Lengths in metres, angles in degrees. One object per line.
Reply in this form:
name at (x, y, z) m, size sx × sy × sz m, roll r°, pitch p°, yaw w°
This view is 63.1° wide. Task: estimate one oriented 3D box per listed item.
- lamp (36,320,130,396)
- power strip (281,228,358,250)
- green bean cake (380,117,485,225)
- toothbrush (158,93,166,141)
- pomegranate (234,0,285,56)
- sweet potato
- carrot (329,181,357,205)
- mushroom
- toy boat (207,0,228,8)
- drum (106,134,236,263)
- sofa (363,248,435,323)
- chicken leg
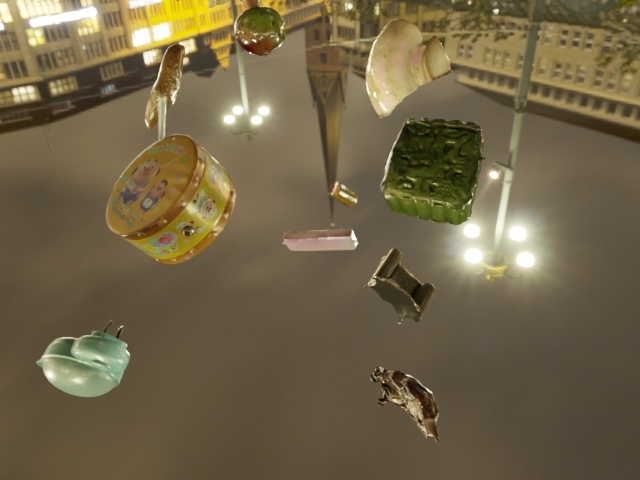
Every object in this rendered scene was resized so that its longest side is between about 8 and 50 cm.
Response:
lamp at (-0.623, 0.330, 1.398) m, size 0.284 × 0.209 × 0.147 m, roll -37°, pitch -145°, yaw 25°
power strip at (0.000, 0.000, 1.914) m, size 0.278 × 0.109 × 0.038 m, roll -2°, pitch -116°, yaw 14°
green bean cake at (0.398, -0.240, 1.817) m, size 0.334 × 0.218 × 0.319 m, roll 8°, pitch -106°, yaw 22°
toothbrush at (-0.583, -0.396, 1.925) m, size 0.025 × 0.342 × 0.030 m, roll 40°, pitch -127°, yaw 15°
pomegranate at (-0.163, -0.537, 1.295) m, size 0.129 × 0.159 × 0.129 m, roll -39°, pitch -170°, yaw 8°
sweet potato at (-0.573, -0.567, 1.939) m, size 0.092 × 0.342 × 0.114 m, roll 19°, pitch -169°, yaw -28°
carrot at (0.100, -0.203, 2.289) m, size 0.082 × 0.082 × 0.173 m, roll 25°, pitch 179°, yaw 36°
mushroom at (0.168, -0.409, 1.238) m, size 0.162 × 0.173 × 0.236 m, roll -43°, pitch -165°, yaw -17°
toy boat at (-0.307, -0.931, 1.595) m, size 0.162 × 0.446 × 0.136 m, roll 18°, pitch -131°, yaw 3°
drum at (-0.516, -0.141, 1.812) m, size 0.430 × 0.214 × 0.431 m, roll -18°, pitch -128°, yaw 24°
sofa at (0.331, 0.175, 2.072) m, size 0.258 × 0.182 × 0.200 m, roll 45°, pitch -129°, yaw -8°
chicken leg at (0.205, 0.375, 1.238) m, size 0.063 × 0.105 × 0.233 m, roll 1°, pitch -164°, yaw -42°
